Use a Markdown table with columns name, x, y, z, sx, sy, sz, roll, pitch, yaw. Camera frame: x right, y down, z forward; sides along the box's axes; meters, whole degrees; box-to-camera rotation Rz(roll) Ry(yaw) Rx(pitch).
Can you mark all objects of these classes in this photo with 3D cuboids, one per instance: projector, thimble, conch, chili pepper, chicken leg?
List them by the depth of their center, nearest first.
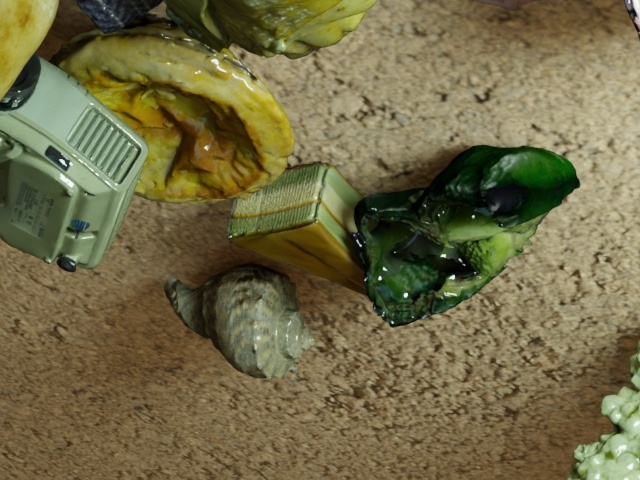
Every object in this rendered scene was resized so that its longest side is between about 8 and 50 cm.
| name | x | y | z | sx | sy | sz | roll | pitch | yaw |
| --- | --- | --- | --- | --- | --- | --- | --- | --- | --- |
| chicken leg | -0.046 | -0.224 | 1.139 | 0.201 | 0.153 | 0.429 | 12 | 177 | 5 |
| thimble | -0.175 | -0.218 | 1.345 | 0.066 | 0.104 | 0.095 | -36 | 159 | 6 |
| projector | -0.290 | -0.091 | 1.442 | 0.269 | 0.088 | 0.193 | 28 | 142 | -1 |
| chili pepper | 0.128 | -0.018 | 1.575 | 0.148 | 0.116 | 0.264 | -15 | 158 | -34 |
| conch | -0.087 | 0.093 | 1.814 | 0.207 | 0.130 | 0.155 | 10 | 140 | 33 |

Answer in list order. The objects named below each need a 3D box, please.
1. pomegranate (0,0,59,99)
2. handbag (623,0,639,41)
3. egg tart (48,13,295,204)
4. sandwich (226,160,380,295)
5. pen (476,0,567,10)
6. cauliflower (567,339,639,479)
| name | x | y | z | sx | sy | sz | roll | pitch | yaw |
| --- | --- | --- | --- | --- | --- | --- | --- | --- | --- |
| pomegranate | -0.353 | -0.206 | 1.215 | 0.332 | 0.333 | 0.332 | 9 | 150 | 6 |
| handbag | 0.285 | -0.187 | 1.166 | 0.116 | 0.179 | 0.205 | -12 | 143 | 25 |
| egg tart | -0.136 | -0.123 | 1.496 | 0.241 | 0.106 | 0.241 | 8 | 147 | 5 |
| sandwich | 0.000 | 0.000 | 1.677 | 0.113 | 0.079 | 0.163 | -8 | 145 | 35 |
| pen | 0.114 | -0.215 | 1.319 | 0.197 | 0.032 | 0.053 | 12 | 149 | 5 |
| cauliflower | 0.382 | 0.198 | 1.717 | 0.281 | 0.327 | 0.260 | 45 | 163 | 50 |
